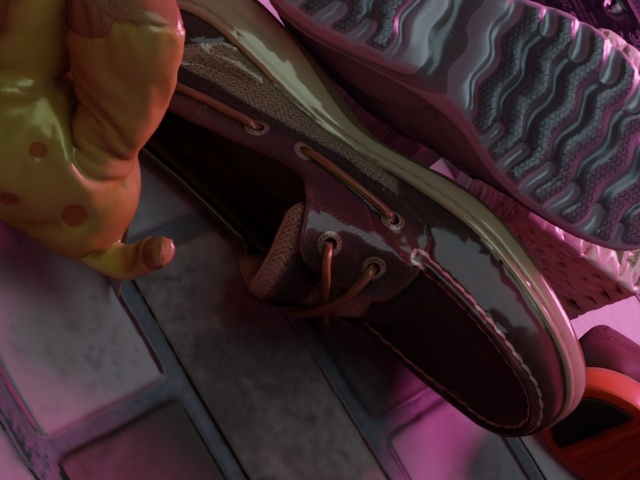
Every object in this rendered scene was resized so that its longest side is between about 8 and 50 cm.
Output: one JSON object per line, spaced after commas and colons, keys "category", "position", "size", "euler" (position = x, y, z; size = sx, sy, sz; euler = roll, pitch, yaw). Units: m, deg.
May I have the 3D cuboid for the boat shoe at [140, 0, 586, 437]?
{"category": "boat shoe", "position": [0.000, 0.000, 0.831], "size": [0.342, 0.123, 0.123], "euler": [47, 53, 2]}

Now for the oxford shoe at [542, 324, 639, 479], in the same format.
{"category": "oxford shoe", "position": [0.267, 0.156, 0.949], "size": [0.271, 0.097, 0.098], "euler": [42, 39, -9]}

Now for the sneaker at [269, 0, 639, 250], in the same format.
{"category": "sneaker", "position": [0.093, -0.095, 0.865], "size": [0.281, 0.115, 0.105], "euler": [39, 81, 5]}

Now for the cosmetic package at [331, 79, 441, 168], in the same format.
{"category": "cosmetic package", "position": [0.039, -0.098, 0.956], "size": [0.041, 0.060, 0.115], "euler": [-12, 72, -42]}

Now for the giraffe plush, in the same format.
{"category": "giraffe plush", "position": [-0.178, -0.059, 0.717], "size": [0.170, 0.181, 0.210], "euler": [-7, 106, -27]}

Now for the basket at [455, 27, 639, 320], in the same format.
{"category": "basket", "position": [0.168, -0.044, 0.959], "size": [0.113, 0.103, 0.167], "euler": [32, 67, -17]}

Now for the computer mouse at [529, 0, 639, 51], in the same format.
{"category": "computer mouse", "position": [0.185, -0.163, 1.110], "size": [0.272, 0.072, 0.189], "euler": [-14, 74, -29]}
